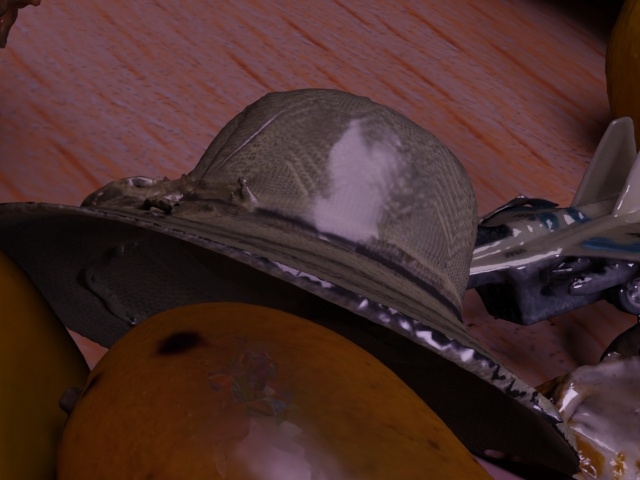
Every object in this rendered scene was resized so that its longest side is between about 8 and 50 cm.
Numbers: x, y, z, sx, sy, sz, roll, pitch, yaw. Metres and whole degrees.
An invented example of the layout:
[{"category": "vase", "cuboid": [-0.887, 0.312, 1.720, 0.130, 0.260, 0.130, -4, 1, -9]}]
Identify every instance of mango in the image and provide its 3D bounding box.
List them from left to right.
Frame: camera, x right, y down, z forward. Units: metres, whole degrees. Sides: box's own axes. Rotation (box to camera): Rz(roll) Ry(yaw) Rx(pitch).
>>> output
[{"category": "mango", "cuboid": [-0.002, 0.087, 0.396, 0.115, 0.090, 0.178, -20, 52, -39]}]

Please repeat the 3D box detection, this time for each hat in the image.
[{"category": "hat", "cuboid": [0.000, 0.000, 0.549, 0.252, 0.252, 0.110, 22, 73, -2]}]

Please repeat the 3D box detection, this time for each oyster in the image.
[{"category": "oyster", "cuboid": [0.157, 0.104, 0.676, 0.148, 0.051, 0.103, 32, 68, 26]}]

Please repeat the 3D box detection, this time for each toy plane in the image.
[{"category": "toy plane", "cuboid": [0.108, 0.016, 0.751, 0.262, 0.088, 0.192, -28, 20, -22]}]

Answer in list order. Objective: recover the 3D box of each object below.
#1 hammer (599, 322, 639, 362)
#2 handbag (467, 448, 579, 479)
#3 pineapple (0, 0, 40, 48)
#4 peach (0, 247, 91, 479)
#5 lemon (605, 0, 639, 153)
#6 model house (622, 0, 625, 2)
[{"category": "hammer", "cuboid": [0.280, 0.192, 0.641, 0.168, 0.044, 0.440, -9, 45, -38]}, {"category": "handbag", "cuboid": [0.056, 0.166, 0.477, 0.205, 0.116, 0.179, 25, 37, 14]}, {"category": "pineapple", "cuboid": [-0.257, -0.108, 0.594, 0.222, 0.223, 0.357, 23, 34, 0]}, {"category": "peach", "cuboid": [-0.192, 0.077, 0.440, 0.251, 0.153, 0.251, 9, 48, -10]}, {"category": "lemon", "cuboid": [0.291, -0.115, 0.937, 0.192, 0.192, 0.231, -8, 15, -38]}, {"category": "model house", "cuboid": [0.194, -0.294, 1.193, 0.300, 0.190, 0.271, 10, 36, 8]}]
